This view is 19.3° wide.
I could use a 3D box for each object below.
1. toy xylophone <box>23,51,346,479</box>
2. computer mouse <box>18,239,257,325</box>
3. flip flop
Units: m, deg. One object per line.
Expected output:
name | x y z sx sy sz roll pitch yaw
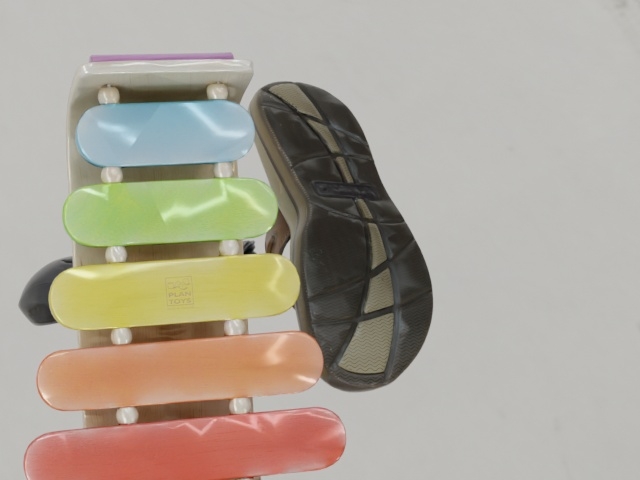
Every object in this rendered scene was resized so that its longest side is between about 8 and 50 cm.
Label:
toy xylophone | -0.123 0.044 1.200 0.236 0.081 0.323 -12 89 -15
computer mouse | -0.145 0.022 1.449 0.242 0.071 0.041 -14 103 35
flip flop | 0.000 0.000 1.360 0.112 0.277 0.080 7 135 -31
